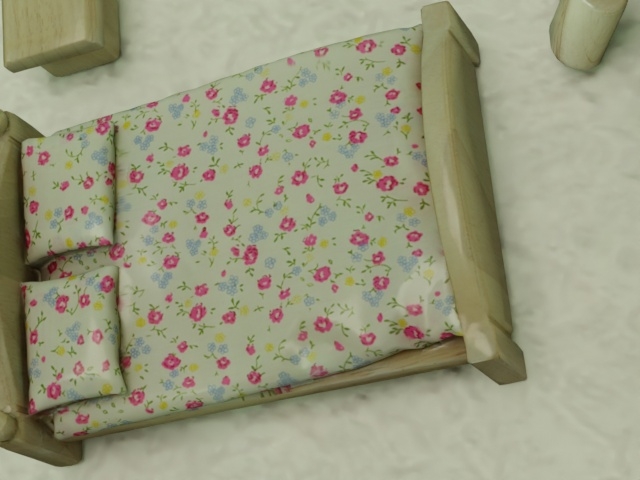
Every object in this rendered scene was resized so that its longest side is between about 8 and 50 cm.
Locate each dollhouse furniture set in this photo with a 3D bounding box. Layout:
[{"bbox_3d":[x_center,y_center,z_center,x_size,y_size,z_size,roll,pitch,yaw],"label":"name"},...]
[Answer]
[{"bbox_3d":[0.000,0.000,0.505,0.303,0.174,0.356,-14,69,18],"label":"dollhouse furniture set"}]

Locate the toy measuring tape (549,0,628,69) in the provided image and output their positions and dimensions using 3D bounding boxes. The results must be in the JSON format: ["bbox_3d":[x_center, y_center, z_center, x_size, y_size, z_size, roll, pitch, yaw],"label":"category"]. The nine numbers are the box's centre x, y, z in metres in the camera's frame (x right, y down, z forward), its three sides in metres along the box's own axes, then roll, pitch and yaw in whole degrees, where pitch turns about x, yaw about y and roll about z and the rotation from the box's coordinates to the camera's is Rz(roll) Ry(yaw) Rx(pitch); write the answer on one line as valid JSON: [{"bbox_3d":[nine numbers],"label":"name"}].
[{"bbox_3d":[-0.026,-0.172,0.606,0.121,0.121,0.330,-42,68,6],"label":"toy measuring tape"}]
